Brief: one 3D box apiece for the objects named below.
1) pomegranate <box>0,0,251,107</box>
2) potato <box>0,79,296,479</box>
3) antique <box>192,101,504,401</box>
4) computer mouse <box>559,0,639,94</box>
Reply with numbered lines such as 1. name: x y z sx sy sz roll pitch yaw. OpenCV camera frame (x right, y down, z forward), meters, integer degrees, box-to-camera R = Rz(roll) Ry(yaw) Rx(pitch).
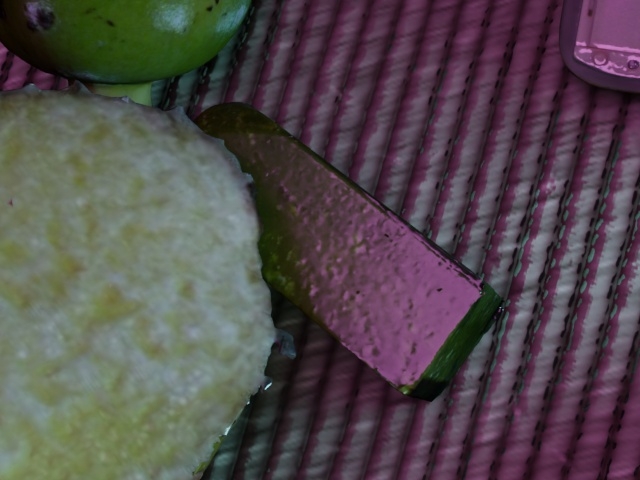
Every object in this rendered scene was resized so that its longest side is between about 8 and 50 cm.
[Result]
1. pomegranate: -0.123 -0.157 0.934 0.179 0.211 0.179 -9 43 8
2. potato: -0.184 0.088 0.856 0.288 0.237 0.301 -8 59 -22
3. antique: 0.000 0.000 0.901 0.221 0.080 0.081 38 90 18
4. computer mouse: 0.206 -0.183 0.907 0.102 0.045 0.199 8 80 13
